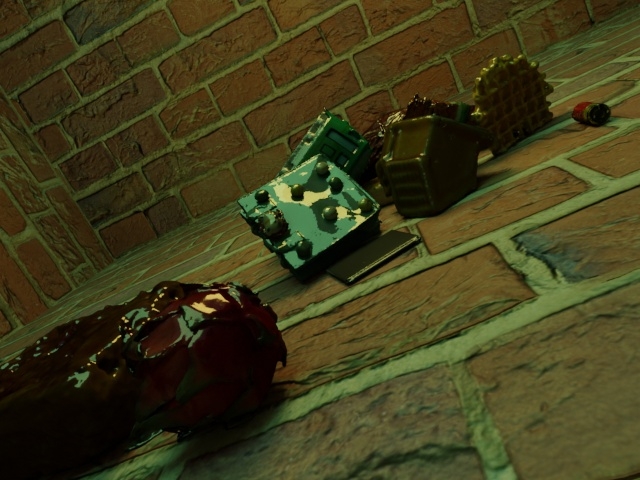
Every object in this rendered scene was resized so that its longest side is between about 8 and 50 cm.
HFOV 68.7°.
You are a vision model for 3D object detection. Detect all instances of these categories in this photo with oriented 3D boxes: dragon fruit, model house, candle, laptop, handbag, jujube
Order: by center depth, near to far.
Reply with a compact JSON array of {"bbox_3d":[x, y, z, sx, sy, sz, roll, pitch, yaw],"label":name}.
[{"bbox_3d":[-0.162,0.166,0.639,0.193,0.192,0.274,0,41,45],"label":"dragon fruit"},{"bbox_3d":[0.107,0.031,0.972,0.180,0.016,0.129,-29,15,-12],"label":"laptop"},{"bbox_3d":[-0.021,-0.070,1.103,0.274,0.100,0.268,-29,57,-19],"label":"handbag"},{"bbox_3d":[0.645,-0.308,1.128,0.052,0.051,0.130,-24,14,14],"label":"candle"},{"bbox_3d":[0.246,-0.165,1.135,0.268,0.174,0.238,4,76,58],"label":"model house"},{"bbox_3d":[0.217,-0.265,1.462,0.342,0.216,0.216,-28,12,33],"label":"jujube"}]

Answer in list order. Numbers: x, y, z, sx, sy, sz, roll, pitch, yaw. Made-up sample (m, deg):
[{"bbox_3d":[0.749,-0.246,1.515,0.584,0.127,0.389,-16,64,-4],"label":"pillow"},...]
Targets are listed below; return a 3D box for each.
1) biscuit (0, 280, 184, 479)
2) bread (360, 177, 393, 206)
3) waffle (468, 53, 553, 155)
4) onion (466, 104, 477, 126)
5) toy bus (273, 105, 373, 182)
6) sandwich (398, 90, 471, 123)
[{"bbox_3d":[-0.444,0.258,0.854,0.396,0.166,0.342,-21,15,18],"label":"biscuit"},{"bbox_3d":[0.194,-0.152,1.345,0.189,0.068,0.125,-18,17,31],"label":"bread"},{"bbox_3d":[0.512,-0.358,1.266,0.310,0.283,0.065,15,1,-28],"label":"waffle"},{"bbox_3d":[0.444,-0.353,1.443,0.248,0.111,0.250,-3,13,-22],"label":"onion"},{"bbox_3d":[0.000,-0.183,1.338,0.343,0.200,0.183,-57,-8,-12],"label":"toy bus"},{"bbox_3d":[0.281,-0.291,1.258,0.235,0.159,0.079,-61,-1,31],"label":"sandwich"}]
